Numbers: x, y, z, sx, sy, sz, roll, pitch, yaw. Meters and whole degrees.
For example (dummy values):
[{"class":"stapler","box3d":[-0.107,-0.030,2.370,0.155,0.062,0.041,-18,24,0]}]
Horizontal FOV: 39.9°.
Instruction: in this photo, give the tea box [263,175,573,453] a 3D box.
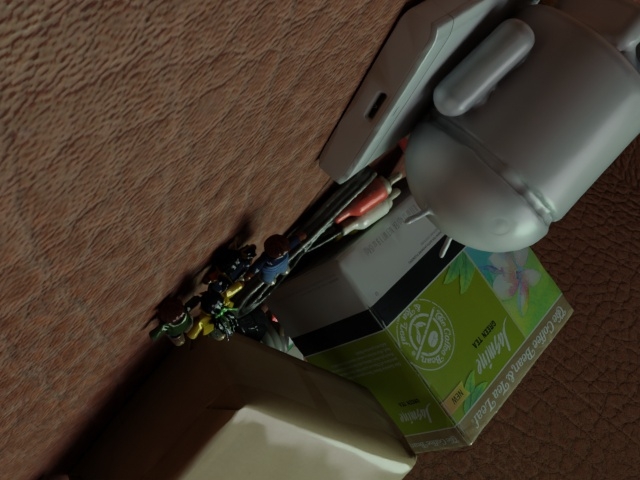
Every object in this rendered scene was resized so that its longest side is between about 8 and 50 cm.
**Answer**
[{"class":"tea box","box3d":[0.153,0.098,1.347,0.329,0.323,0.220,-42,-171,-36]}]

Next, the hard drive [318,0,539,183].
[{"class":"hard drive","box3d":[0.153,-0.221,1.029,0.353,0.047,0.233,-40,168,-43]}]

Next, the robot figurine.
[{"class":"robot figurine","box3d":[0.240,-0.129,1.032,0.353,0.200,0.300,-48,134,3]}]

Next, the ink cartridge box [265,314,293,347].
[{"class":"ink cartridge box","box3d":[-0.081,0.172,1.559,0.181,0.056,0.224,-47,172,-9]}]

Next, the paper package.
[{"class":"paper package","box3d":[-0.101,0.301,1.140,0.325,0.168,0.309,30,106,-40]}]

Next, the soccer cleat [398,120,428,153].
[{"class":"soccer cleat","box3d":[0.151,-0.152,1.245,0.083,0.095,0.248,-47,-174,17]}]

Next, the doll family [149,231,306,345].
[{"class":"doll family","box3d":[-0.096,0.049,0.945,0.193,0.076,0.111,-50,167,-17]}]

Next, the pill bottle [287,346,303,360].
[{"class":"pill bottle","box3d":[-0.073,0.280,1.987,0.065,0.065,0.116,-43,170,-27]}]

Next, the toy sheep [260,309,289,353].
[{"class":"toy sheep","box3d":[-0.091,0.158,1.360,0.132,0.091,0.091,-21,158,-28]}]

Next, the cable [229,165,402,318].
[{"class":"cable","box3d":[0.000,0.000,1.149,0.287,0.072,0.139,-45,173,-21]}]

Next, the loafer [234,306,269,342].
[{"class":"loafer","box3d":[-0.151,0.178,1.215,0.223,0.076,0.078,-57,163,24]}]

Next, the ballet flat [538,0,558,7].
[{"class":"ballet flat","box3d":[0.287,-0.247,1.389,0.124,0.116,0.342,-23,164,-19]}]
